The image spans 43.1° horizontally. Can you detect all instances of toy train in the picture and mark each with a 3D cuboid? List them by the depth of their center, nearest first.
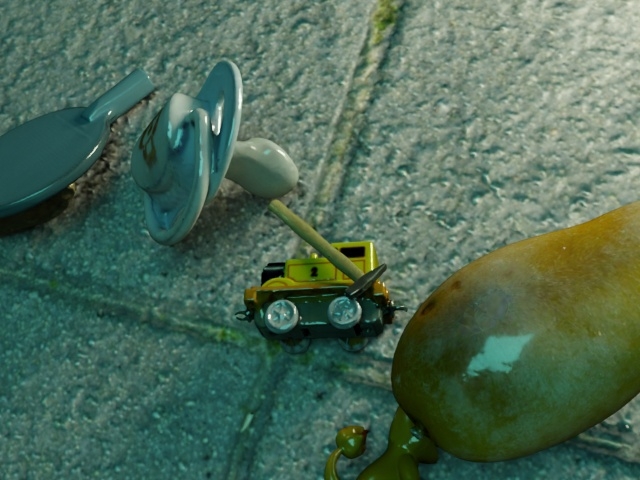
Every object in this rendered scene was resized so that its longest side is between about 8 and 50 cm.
[{"bbox_3d":[0.000,0.069,1.019,0.219,0.089,0.127,-4,59,11],"label":"toy train"}]

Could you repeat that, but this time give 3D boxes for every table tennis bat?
[{"bbox_3d":[-0.377,-0.139,1.155,0.329,0.044,0.215,-40,42,-19],"label":"table tennis bat"}]

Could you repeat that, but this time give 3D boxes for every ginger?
[{"bbox_3d":[-0.424,-0.047,1.155,0.173,0.069,0.051,-22,49,0],"label":"ginger"}]

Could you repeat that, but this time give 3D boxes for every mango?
[{"bbox_3d":[0.251,0.095,0.892,0.384,0.199,0.221,-38,51,-4],"label":"mango"}]

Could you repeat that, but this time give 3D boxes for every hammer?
[{"bbox_3d":[0.000,0.000,1.014,0.062,0.013,0.199,-35,51,-18],"label":"hammer"}]

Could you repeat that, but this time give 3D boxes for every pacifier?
[{"bbox_3d":[-0.130,-0.093,1.061,0.207,0.279,0.228,11,65,-29],"label":"pacifier"}]

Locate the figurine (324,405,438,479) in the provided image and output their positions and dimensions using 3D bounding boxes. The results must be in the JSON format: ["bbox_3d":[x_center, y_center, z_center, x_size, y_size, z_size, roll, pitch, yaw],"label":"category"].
[{"bbox_3d":[0.074,0.248,0.926,0.122,0.121,0.176,37,56,-2],"label":"figurine"}]
